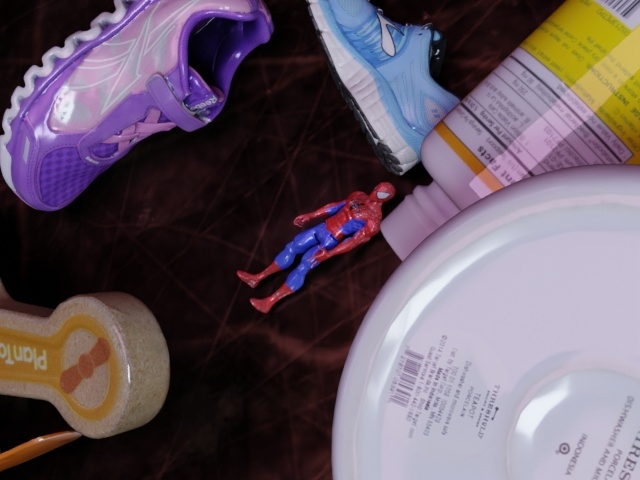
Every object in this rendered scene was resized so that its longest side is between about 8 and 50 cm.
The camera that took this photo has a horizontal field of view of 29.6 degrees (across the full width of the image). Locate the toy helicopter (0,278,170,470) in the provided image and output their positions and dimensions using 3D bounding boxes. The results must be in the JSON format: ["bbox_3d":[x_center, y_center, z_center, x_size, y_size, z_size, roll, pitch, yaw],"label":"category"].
[{"bbox_3d":[-0.224,0.083,0.784,0.355,0.140,0.235,3,95,43],"label":"toy helicopter"}]

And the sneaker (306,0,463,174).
[{"bbox_3d":[0.043,-0.117,0.771,0.073,0.063,0.162,-26,62,-1],"label":"sneaker"}]

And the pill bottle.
[{"bbox_3d":[0.136,-0.052,0.642,0.215,0.117,0.117,-44,55,9],"label":"pill bottle"}]

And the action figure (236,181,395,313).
[{"bbox_3d":[0.000,0.000,0.758,0.115,0.030,0.038,-36,52,11],"label":"action figure"}]

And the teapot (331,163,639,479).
[{"bbox_3d":[0.136,0.096,0.534,0.256,0.187,0.253,-27,74,17],"label":"teapot"}]

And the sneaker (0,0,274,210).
[{"bbox_3d":[-0.122,-0.106,0.838,0.236,0.095,0.104,-48,62,5],"label":"sneaker"}]
